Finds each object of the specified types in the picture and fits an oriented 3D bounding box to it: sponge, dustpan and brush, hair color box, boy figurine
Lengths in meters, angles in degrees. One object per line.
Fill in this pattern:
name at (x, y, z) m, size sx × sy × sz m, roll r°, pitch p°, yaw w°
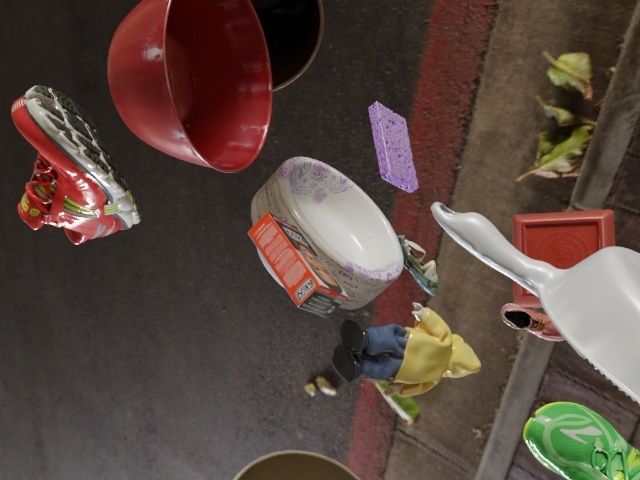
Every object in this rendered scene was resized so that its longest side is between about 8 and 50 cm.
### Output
sponge at (0.175, -0.224, 1.596) m, size 0.031 × 0.117 × 0.209 m, roll -29°, pitch 55°, yaw 35°
dustpan and brush at (0.153, 0.035, 0.368) m, size 0.211 × 0.147 × 0.060 m, roll 46°, pitch 119°, yaw 15°
hair color box at (-0.030, 0.031, 0.859) m, size 0.043 × 0.072 × 0.141 m, roll -46°, pitch 55°, yaw 12°
boy figurine at (0.170, 0.196, 1.194) m, size 0.092 × 0.285 × 0.177 m, roll 29°, pitch 110°, yaw 59°

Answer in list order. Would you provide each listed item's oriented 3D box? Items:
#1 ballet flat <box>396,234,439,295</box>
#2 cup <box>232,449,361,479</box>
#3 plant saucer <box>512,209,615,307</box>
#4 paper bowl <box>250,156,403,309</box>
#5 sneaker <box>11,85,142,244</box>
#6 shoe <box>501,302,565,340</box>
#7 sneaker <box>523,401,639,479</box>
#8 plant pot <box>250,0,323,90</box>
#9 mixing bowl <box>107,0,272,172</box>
ballet flat at (0.238, 0.058, 1.601) m, size 0.188 × 0.070 × 0.070 m, roll 43°, pitch 140°, yaw -16°
cup at (-0.055, 0.649, 1.391) m, size 0.331 × 0.331 × 0.236 m, roll 35°, pitch 128°, yaw 30°
plant saucer at (0.637, 0.047, 1.753) m, size 0.259 × 0.048 × 0.258 m, roll -2°, pitch 80°, yaw 23°
paper bowl at (0.000, 0.000, 1.188) m, size 0.148 × 0.284 × 0.284 m, roll -45°, pitch 73°, yaw 27°
sneaker at (-0.279, -0.059, 0.731) m, size 0.107 × 0.118 × 0.279 m, roll 58°, pitch 169°, yaw 18°
shoe at (0.542, 0.212, 1.680) m, size 0.178 × 0.081 × 0.063 m, roll 22°, pitch 100°, yaw 15°
sneaker at (0.418, 0.326, 0.914) m, size 0.296 × 0.109 × 0.123 m, roll 37°, pitch 174°, yaw 3°
plant pot at (-0.099, -0.361, 0.983) m, size 0.216 × 0.230 × 0.215 m, roll 1°, pitch 125°, yaw 2°
mixing bowl at (-0.127, -0.151, 0.611) m, size 0.098 × 0.181 × 0.181 m, roll 1°, pitch 109°, yaw 23°
